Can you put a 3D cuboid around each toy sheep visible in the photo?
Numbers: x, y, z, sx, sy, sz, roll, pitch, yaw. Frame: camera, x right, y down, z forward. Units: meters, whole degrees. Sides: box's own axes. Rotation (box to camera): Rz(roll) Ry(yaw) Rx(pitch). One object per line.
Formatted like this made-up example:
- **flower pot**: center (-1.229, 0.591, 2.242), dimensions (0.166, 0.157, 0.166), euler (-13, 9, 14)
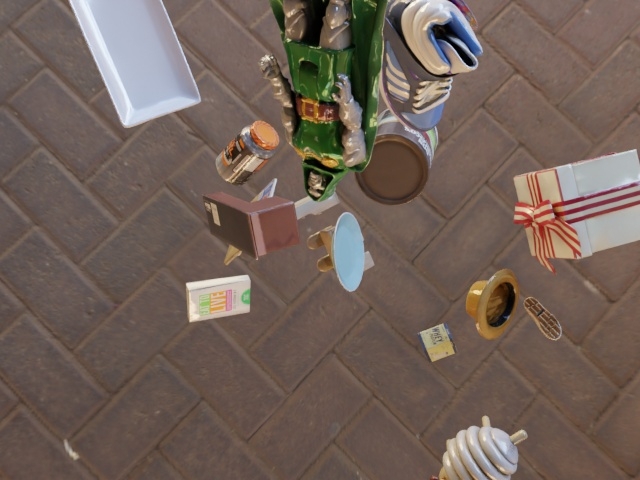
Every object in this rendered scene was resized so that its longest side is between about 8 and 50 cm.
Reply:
- **toy sheep**: center (0.202, 0.273, 0.813), dimensions (0.132, 0.091, 0.091), euler (-45, 81, 20)

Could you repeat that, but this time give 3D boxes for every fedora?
- **fedora**: center (0.422, 0.152, 1.620), dimensions (0.079, 0.194, 0.195), euler (17, 78, 43)

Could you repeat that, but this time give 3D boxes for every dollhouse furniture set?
- **dollhouse furniture set**: center (0.000, 0.000, 1.791), dimensions (0.160, 0.212, 0.242), euler (-27, 101, -17)

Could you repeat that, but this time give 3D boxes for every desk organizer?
- **desk organizer**: center (-0.073, -0.022, 0.663), dimensions (0.050, 0.130, 0.047), euler (-18, 109, -25)

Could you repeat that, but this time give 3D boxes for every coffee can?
- **coffee can**: center (0.215, -0.244, 1.803), dimensions (0.201, 0.275, 0.202), euler (6, 119, 12)

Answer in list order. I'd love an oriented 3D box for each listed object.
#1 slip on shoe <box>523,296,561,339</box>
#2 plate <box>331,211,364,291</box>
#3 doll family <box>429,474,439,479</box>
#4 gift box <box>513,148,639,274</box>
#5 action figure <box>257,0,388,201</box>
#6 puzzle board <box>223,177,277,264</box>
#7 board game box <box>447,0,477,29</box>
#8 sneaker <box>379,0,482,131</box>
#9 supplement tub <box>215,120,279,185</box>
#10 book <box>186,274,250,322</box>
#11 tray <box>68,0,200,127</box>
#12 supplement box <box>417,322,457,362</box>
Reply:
- **slip on shoe**: center (0.596, 0.212, 1.732), dimensions (0.051, 0.041, 0.135), euler (-37, 55, 1)
- **plate**: center (0.061, 0.028, 1.537), dimensions (0.024, 0.188, 0.188), euler (-4, 79, 24)
- **doll family**: center (0.389, 0.688, 1.812), dimensions (0.192, 0.076, 0.112), euler (-25, 104, -18)
- **gift box**: center (0.649, -0.066, 1.619), dimensions (0.257, 0.255, 0.277), euler (-13, 87, -7)
- **action figure**: center (0.000, -0.128, 0.481), dimensions (0.137, 0.232, 0.063), euler (24, 46, 30)
- **puzzle board**: center (-0.102, -0.025, 0.952), dimensions (0.011, 0.128, 0.097), euler (26, 57, -20)
- **board game box**: center (0.236, -0.465, 1.270), dimensions (0.033, 0.133, 0.169), euler (-46, 56, 9)
- **sneaker**: center (0.209, -0.309, 1.204), dimensions (0.130, 0.323, 0.236), euler (-31, 38, -9)
- **supplement tub**: center (-0.212, -0.257, 1.891), dimensions (0.190, 0.117, 0.117), euler (-40, 79, 35)
- **book**: center (-0.236, 0.135, 1.497), dimensions (0.144, 0.035, 0.096), euler (-9, 124, -21)
- **tray**: center (-0.320, -0.338, 1.096), dimensions (0.145, 0.030, 0.271), euler (-24, 97, -19)
- **supplement box**: center (0.317, 0.277, 1.748), dimensions (0.083, 0.083, 0.056), euler (-22, 52, 6)
